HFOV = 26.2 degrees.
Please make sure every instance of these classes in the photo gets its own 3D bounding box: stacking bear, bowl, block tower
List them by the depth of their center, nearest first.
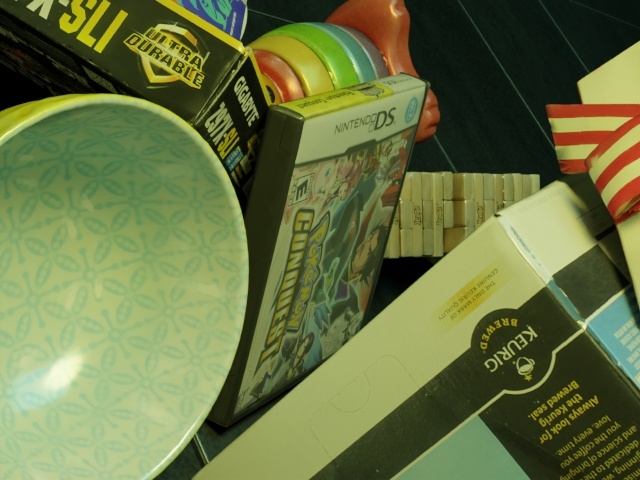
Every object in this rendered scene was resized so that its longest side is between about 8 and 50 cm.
[{"bbox_3d":[-0.204,0.033,0.948,0.156,0.290,0.289,14,6,40],"label":"bowl"},{"bbox_3d":[-0.036,-0.146,1.426,0.289,0.164,0.175,-22,95,-48],"label":"stacking bear"},{"bbox_3d":[0.109,-0.027,1.463,0.335,0.097,0.091,-1,89,-46],"label":"block tower"}]

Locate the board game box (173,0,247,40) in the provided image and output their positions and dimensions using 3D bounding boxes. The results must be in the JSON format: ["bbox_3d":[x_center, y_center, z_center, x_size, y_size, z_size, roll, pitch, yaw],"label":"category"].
[{"bbox_3d":[-0.152,-0.240,1.261,0.210,0.047,0.160,47,33,-36],"label":"board game box"}]

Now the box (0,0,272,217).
[{"bbox_3d":[-0.186,-0.157,1.101,0.322,0.079,0.257,32,-7,13],"label":"box"}]

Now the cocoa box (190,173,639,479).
[{"bbox_3d":[0.122,0.150,1.061,0.228,0.347,0.231,51,28,8],"label":"cocoa box"}]

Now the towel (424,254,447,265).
[{"bbox_3d":[0.145,-0.008,1.617,0.110,0.027,0.148,40,29,-13],"label":"towel"}]

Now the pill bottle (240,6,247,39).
[{"bbox_3d":[-0.184,-0.251,1.395,0.216,0.121,0.121,16,41,-42],"label":"pill bottle"}]

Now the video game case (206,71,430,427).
[{"bbox_3d":[0.000,0.000,1.190,0.035,0.275,0.248,22,22,22],"label":"video game case"}]

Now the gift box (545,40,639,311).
[{"bbox_3d":[0.338,-0.062,1.010,0.258,0.255,0.276,27,38,-40],"label":"gift box"}]
